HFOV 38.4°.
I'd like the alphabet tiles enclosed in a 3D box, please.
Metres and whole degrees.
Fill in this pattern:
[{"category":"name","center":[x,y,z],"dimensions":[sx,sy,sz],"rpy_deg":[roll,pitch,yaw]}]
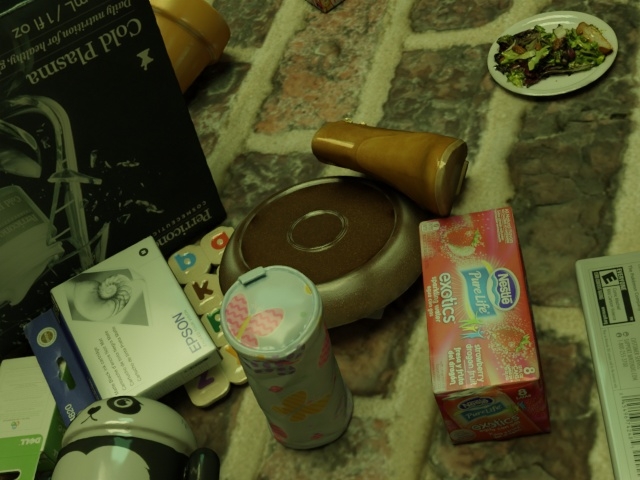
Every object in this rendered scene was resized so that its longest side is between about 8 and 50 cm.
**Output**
[{"category":"alphabet tiles","center":[-0.150,0.102,1.318],"dimensions":[0.284,0.021,0.278],"rpy_deg":[-32,48,-6]}]

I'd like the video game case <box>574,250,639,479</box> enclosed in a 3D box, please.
[{"category":"video game case","center":[0.466,0.135,1.045],"dimensions":[0.300,0.036,0.328],"rpy_deg":[-10,48,14]}]

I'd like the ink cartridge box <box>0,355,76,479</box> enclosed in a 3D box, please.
[{"category":"ink cartridge box","center":[-0.399,0.260,1.254],"dimensions":[0.109,0.062,0.209],"rpy_deg":[-8,50,15]}]

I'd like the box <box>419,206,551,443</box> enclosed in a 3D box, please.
[{"category":"box","center":[0.196,0.100,1.114],"dimensions":[0.123,0.128,0.256],"rpy_deg":[-11,48,13]}]

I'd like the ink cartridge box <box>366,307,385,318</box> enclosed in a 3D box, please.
[{"category":"ink cartridge box","center":[0.069,0.064,1.259],"dimensions":[0.048,0.028,0.083],"rpy_deg":[3,53,24]}]

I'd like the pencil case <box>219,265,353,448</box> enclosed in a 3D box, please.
[{"category":"pencil case","center":[-0.034,0.142,1.075],"dimensions":[0.114,0.273,0.124],"rpy_deg":[-14,55,1]}]

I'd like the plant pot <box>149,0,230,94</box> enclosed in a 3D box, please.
[{"category":"plant pot","center":[-0.291,-0.331,1.631],"dimensions":[0.205,0.205,0.187],"rpy_deg":[16,74,31]}]

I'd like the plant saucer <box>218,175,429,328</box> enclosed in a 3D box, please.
[{"category":"plant saucer","center":[0.000,0.000,1.291],"dimensions":[0.311,0.050,0.310],"rpy_deg":[-10,40,9]}]

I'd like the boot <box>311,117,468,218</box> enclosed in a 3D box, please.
[{"category":"boot","center":[0.086,-0.106,1.237],"dimensions":[0.211,0.295,0.104],"rpy_deg":[15,97,9]}]

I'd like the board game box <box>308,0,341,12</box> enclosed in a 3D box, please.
[{"category":"board game box","center":[0.039,-0.527,1.754],"dimensions":[0.193,0.045,0.147],"rpy_deg":[-37,49,-11]}]

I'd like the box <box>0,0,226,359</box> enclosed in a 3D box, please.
[{"category":"box","center":[-0.452,-0.143,1.299],"dimensions":[0.480,0.471,0.297],"rpy_deg":[-34,49,-18]}]

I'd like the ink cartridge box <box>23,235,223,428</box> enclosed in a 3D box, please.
[{"category":"ink cartridge box","center":[-0.278,0.129,1.243],"dimensions":[0.224,0.045,0.223],"rpy_deg":[-31,57,-8]}]

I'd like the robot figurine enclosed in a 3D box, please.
[{"category":"robot figurine","center":[-0.234,0.315,1.066],"dimensions":[0.209,0.173,0.278],"rpy_deg":[13,50,-12]}]

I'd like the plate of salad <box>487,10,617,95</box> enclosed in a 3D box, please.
[{"category":"plate of salad","center":[0.361,-0.303,1.441],"dimensions":[0.200,0.048,0.199],"rpy_deg":[-11,50,13]}]
